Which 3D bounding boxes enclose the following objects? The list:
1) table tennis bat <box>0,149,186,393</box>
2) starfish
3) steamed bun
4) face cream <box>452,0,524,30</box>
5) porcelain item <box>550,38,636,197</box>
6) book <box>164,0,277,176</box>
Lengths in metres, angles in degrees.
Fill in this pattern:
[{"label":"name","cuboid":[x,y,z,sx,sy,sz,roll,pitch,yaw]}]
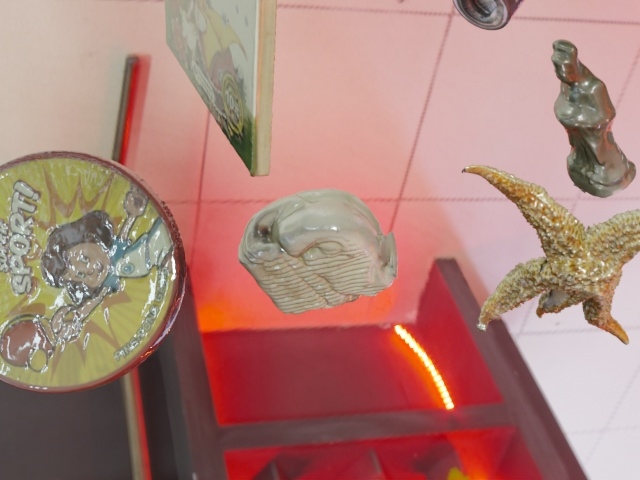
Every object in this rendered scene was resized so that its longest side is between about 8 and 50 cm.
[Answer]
[{"label":"table tennis bat","cuboid":[-0.342,0.030,1.043,0.415,0.268,0.051,4,176,16]},{"label":"starfish","cuboid":[0.306,0.047,1.218,0.302,0.084,0.293,14,144,7]},{"label":"steamed bun","cuboid":[0.002,-0.001,1.307,0.211,0.144,0.218,-14,142,27]},{"label":"face cream","cuboid":[0.247,-0.354,1.041,0.283,0.073,0.073,-53,136,-20]},{"label":"porcelain item","cuboid":[0.314,-0.147,1.102,0.069,0.081,0.215,-33,132,-3]},{"label":"book","cuboid":[-0.078,-0.234,0.661,0.018,0.228,0.322,-13,132,-21]}]
